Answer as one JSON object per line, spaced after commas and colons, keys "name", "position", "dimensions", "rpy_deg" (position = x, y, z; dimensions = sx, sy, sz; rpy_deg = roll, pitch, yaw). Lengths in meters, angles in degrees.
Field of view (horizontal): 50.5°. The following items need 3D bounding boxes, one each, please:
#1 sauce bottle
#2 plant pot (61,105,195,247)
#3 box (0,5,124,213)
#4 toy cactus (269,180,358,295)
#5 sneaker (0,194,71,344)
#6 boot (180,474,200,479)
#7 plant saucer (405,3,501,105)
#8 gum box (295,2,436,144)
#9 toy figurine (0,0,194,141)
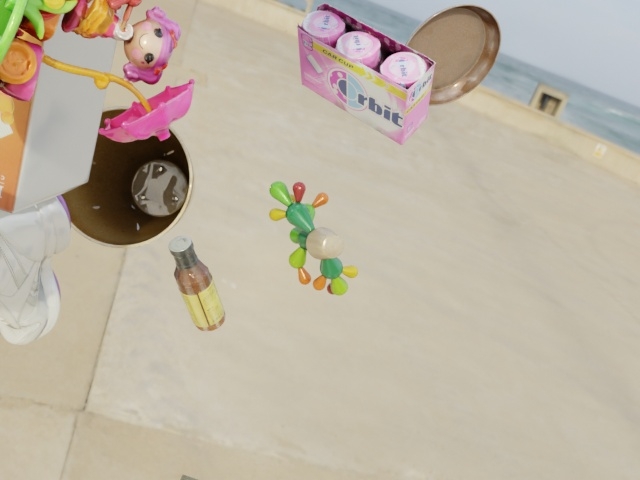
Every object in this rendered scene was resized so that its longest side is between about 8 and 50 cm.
{"name": "sauce bottle", "position": [-0.140, 0.049, 0.769], "dimensions": [0.042, 0.128, 0.042], "rpy_deg": [-5, 42, 4]}
{"name": "plant pot", "position": [-0.328, -0.103, 1.252], "dimensions": [0.237, 0.237, 0.254], "rpy_deg": [22, 0, 1]}
{"name": "box", "position": [-0.335, -0.234, 0.682], "dimensions": [0.214, 0.346, 0.168], "rpy_deg": [18, 17, 1]}
{"name": "toy cactus", "position": [0.000, 0.000, 1.067], "dimensions": [0.112, 0.219, 0.180], "rpy_deg": [-24, 13, -15]}
{"name": "sneaker", "position": [-0.415, 0.045, 0.872], "dimensions": [0.114, 0.305, 0.152], "rpy_deg": [44, 46, 17]}
{"name": "boot", "position": [-0.159, 0.408, 0.796], "dimensions": [0.076, 0.190, 0.208], "rpy_deg": [6, 47, 34]}
{"name": "plant saucer", "position": [0.189, -0.279, 1.015], "dimensions": [0.168, 0.168, 0.029], "rpy_deg": [8, 39, -34]}
{"name": "gum box", "position": [0.053, -0.222, 0.895], "dimensions": [0.188, 0.107, 0.062], "rpy_deg": [35, 68, 20]}
{"name": "toy figurine", "position": [-0.163, -0.146, 0.505], "dimensions": [0.159, 0.173, 0.130], "rpy_deg": [22, -3, -42]}
